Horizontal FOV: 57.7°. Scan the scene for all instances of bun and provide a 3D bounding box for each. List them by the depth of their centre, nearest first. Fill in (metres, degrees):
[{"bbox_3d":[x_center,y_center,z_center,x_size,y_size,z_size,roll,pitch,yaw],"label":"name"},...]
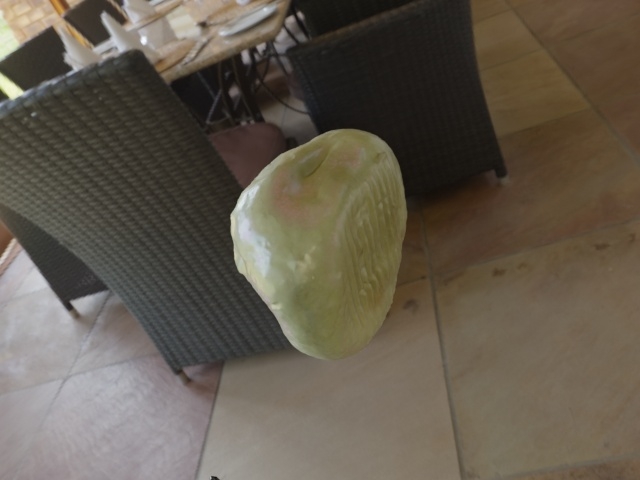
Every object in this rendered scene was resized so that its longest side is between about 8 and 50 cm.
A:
[{"bbox_3d":[0.000,0.000,0.904,0.213,0.360,0.361,13,48,28],"label":"bun"}]

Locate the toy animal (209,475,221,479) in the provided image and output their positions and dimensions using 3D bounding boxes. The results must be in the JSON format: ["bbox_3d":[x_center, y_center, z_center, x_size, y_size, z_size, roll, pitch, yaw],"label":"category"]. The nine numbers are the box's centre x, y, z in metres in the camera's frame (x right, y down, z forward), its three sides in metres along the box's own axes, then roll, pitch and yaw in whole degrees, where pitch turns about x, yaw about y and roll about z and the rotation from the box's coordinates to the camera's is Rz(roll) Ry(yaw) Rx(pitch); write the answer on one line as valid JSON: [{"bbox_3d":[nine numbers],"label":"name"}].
[{"bbox_3d":[-0.178,0.450,0.809,0.186,0.122,0.298,-28,3,31],"label":"toy animal"}]
